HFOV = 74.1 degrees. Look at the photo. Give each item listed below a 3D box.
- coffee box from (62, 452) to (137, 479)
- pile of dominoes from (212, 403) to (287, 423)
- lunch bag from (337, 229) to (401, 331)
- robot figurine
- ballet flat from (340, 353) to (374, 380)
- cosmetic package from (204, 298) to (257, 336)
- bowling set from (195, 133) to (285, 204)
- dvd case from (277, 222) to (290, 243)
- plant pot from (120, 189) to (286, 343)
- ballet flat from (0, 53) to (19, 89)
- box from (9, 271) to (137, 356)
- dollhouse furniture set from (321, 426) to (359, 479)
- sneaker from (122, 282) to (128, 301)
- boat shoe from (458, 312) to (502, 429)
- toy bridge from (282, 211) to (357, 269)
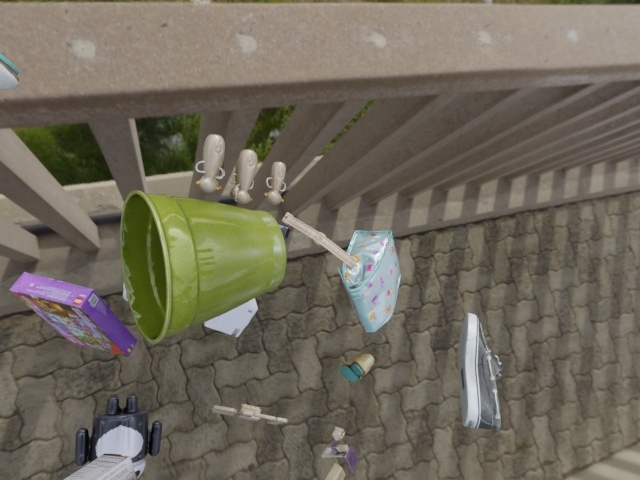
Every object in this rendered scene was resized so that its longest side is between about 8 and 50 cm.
[{"bbox_3d":[-0.460,0.526,0.771,0.246,0.098,0.141,-17,92,-59],"label":"coffee box"},{"bbox_3d":[-0.200,0.471,1.179,0.195,0.251,0.040,15,63,-7],"label":"pile of dominoes"},{"bbox_3d":[0.156,0.131,1.355,0.262,0.159,0.224,-65,146,-40],"label":"lunch bag"},{"bbox_3d":[-0.649,0.645,1.375,0.208,0.173,0.279,-5,77,13],"label":"robot figurine"},{"bbox_3d":[0.135,0.449,1.505,0.073,0.232,0.080,-37,82,-25],"label":"ballet flat"},{"bbox_3d":[-0.359,0.246,1.663,0.151,0.184,0.151,27,106,-30],"label":"cosmetic package"},{"bbox_3d":[-0.253,-0.172,1.209,0.286,0.199,0.154,16,79,-41],"label":"bowling set"},{"bbox_3d":[-0.235,0.002,1.569,0.029,0.238,0.180,13,98,-59],"label":"dvd case"},{"bbox_3d":[-0.293,0.048,1.121,0.352,0.366,0.367,-7,83,-38],"label":"plant pot"},{"bbox_3d":[-0.629,-0.316,0.553,0.400,0.139,0.139,41,69,-34],"label":"ballet flat"},{"bbox_3d":[-0.636,0.205,1.122,0.200,0.294,0.057,11,53,11],"label":"box"},{"bbox_3d":[0.009,0.475,0.907,0.114,0.081,0.091,-37,105,-53],"label":"dollhouse furniture set"},{"bbox_3d":[-0.667,0.151,1.678,0.231,0.091,0.115,-15,48,-24],"label":"sneaker"},{"bbox_3d":[0.309,0.249,0.821,0.070,0.078,0.220,6,60,7],"label":"boat shoe"},{"bbox_3d":[0.000,0.000,0.889,0.188,0.063,0.026,34,85,8],"label":"toy bridge"}]
